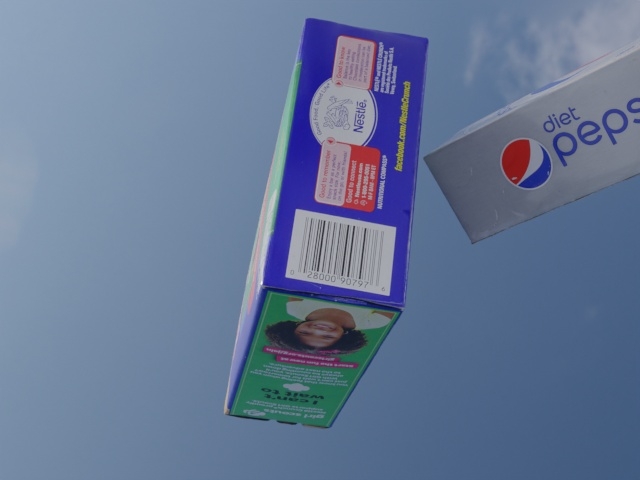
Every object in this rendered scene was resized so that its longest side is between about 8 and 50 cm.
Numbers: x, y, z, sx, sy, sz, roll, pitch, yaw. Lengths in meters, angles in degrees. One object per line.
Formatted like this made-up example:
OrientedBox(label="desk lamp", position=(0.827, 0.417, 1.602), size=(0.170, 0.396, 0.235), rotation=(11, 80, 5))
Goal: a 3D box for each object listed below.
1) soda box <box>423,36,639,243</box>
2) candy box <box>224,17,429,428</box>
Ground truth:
OrientedBox(label="soda box", position=(0.236, -0.100, 0.872), size=(0.286, 0.098, 0.091), rotation=(-26, -173, 39))
OrientedBox(label="candy box", position=(0.000, 0.000, 0.941), size=(0.122, 0.317, 0.268), rotation=(10, -119, -4))
